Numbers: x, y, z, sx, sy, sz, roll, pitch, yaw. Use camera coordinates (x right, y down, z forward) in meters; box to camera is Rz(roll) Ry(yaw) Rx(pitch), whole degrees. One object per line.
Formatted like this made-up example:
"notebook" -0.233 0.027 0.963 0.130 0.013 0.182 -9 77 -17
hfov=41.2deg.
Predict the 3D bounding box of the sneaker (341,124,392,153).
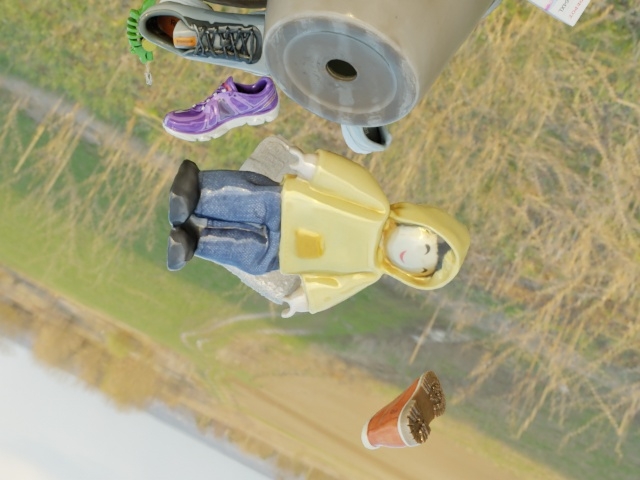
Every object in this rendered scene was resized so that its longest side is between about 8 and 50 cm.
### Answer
"sneaker" 0.064 -0.284 1.678 0.262 0.099 0.121 53 166 -23

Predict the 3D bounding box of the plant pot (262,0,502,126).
"plant pot" 0.067 -0.303 1.023 0.323 0.280 0.323 16 152 9

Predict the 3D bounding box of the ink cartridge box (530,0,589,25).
"ink cartridge box" 0.369 -0.409 1.340 0.143 0.092 0.090 27 -161 -13

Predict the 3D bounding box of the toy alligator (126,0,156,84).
"toy alligator" -0.346 -0.380 1.629 0.056 0.051 0.190 55 144 41

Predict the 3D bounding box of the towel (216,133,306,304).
"towel" -0.077 -0.045 1.454 0.187 0.282 0.049 34 148 -6

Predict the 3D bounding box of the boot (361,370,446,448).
"boot" 0.109 0.219 1.102 0.084 0.158 0.059 -24 94 31

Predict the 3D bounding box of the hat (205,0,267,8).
"hat" -0.131 -0.448 1.269 0.331 0.331 0.134 29 156 -7

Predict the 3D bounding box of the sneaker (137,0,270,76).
"sneaker" -0.151 -0.300 1.279 0.271 0.108 0.100 16 119 18

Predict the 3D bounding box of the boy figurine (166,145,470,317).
"boy figurine" 0.000 0.000 0.816 0.285 0.177 0.092 9 -156 -3

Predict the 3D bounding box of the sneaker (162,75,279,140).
"sneaker" -0.141 -0.192 1.189 0.068 0.170 0.071 -125 22 -45
